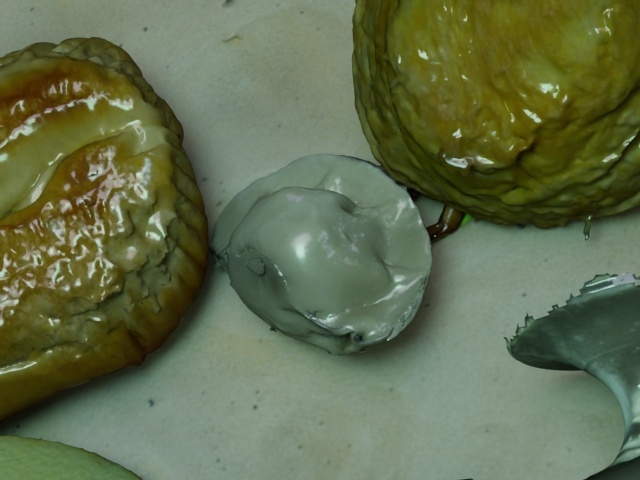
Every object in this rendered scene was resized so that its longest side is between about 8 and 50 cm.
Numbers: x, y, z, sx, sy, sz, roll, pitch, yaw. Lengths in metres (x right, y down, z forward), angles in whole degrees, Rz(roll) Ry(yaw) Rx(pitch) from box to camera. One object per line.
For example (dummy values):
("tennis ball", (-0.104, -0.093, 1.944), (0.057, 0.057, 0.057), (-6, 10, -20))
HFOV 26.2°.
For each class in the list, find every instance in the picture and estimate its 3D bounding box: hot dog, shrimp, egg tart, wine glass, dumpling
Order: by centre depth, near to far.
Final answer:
("wine glass", (0.262, 0.201, 1.012), (0.238, 0.238, 0.323), (-11, 66, 11))
("egg tart", (0.174, -0.151, 1.145), (0.352, 0.153, 0.339), (-11, 106, 27))
("dumpling", (0.000, 0.000, 1.222), (0.247, 0.142, 0.172), (30, 76, 38))
("shrimp", (0.074, -0.040, 1.283), (0.127, 0.025, 0.091), (6, 70, 16))
("hot dog", (-0.290, -0.019, 1.293), (0.365, 0.196, 0.367), (-27, 67, 6))

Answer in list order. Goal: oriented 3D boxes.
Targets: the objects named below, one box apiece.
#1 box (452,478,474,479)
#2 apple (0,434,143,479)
("box", (0.061, 0.320, 1.102), (0.159, 0.071, 0.240), (-10, 65, 14))
("apple", (-0.238, 0.305, 1.138), (0.346, 0.179, 0.254), (26, 88, 23))
